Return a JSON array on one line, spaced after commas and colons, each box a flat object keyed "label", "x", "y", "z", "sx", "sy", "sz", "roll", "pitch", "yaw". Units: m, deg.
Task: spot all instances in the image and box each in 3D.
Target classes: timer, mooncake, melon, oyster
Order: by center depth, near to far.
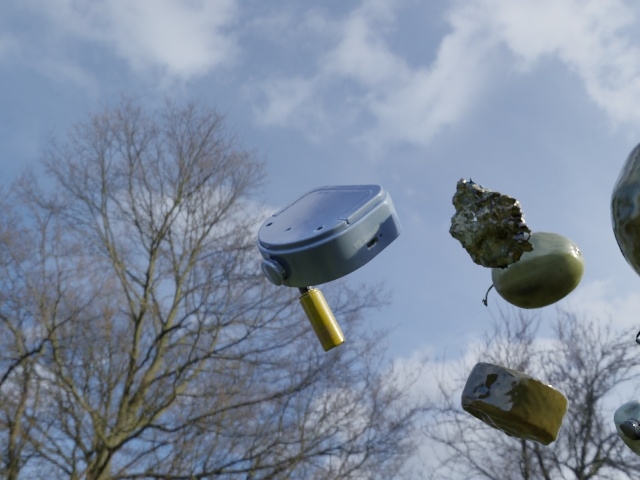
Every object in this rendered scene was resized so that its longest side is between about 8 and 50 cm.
[{"label": "oyster", "x": 0.428, "y": -0.050, "z": 1.444, "sx": 0.092, "sy": 0.259, "sz": 0.198, "roll": 9, "pitch": -33, "yaw": -40}, {"label": "timer", "x": 0.000, "y": 0.000, "z": 1.550, "sx": 0.395, "sy": 0.395, "sz": 0.173, "roll": -15, "pitch": -65, "yaw": 19}, {"label": "mooncake", "x": 0.558, "y": 0.480, "z": 1.638, "sx": 0.285, "sy": 0.155, "sz": 0.284, "roll": 25, "pitch": -17, "yaw": 8}, {"label": "melon", "x": 0.716, "y": 0.100, "z": 1.877, "sx": 0.308, "sy": 0.271, "sz": 0.272, "roll": 1, "pitch": -33, "yaw": 37}]

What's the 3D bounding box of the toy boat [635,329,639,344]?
[{"label": "toy boat", "x": 0.772, "y": 0.159, "z": 1.258, "sx": 0.103, "sy": 0.093, "sz": 0.246, "roll": -17, "pitch": -63, "yaw": -10}]

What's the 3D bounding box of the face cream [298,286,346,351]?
[{"label": "face cream", "x": -0.014, "y": 0.218, "z": 1.799, "sx": 0.078, "sy": 0.273, "sz": 0.078, "roll": -27, "pitch": -13, "yaw": -7}]

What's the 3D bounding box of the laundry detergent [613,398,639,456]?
[{"label": "laundry detergent", "x": 0.908, "y": 0.544, "z": 1.550, "sx": 0.105, "sy": 0.214, "sz": 0.281, "roll": -39, "pitch": -39, "yaw": 28}]

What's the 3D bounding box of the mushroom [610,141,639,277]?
[{"label": "mushroom", "x": 0.663, "y": -0.049, "z": 0.921, "sx": 0.352, "sy": 0.352, "sz": 0.260, "roll": -13, "pitch": -20, "yaw": 16}]
